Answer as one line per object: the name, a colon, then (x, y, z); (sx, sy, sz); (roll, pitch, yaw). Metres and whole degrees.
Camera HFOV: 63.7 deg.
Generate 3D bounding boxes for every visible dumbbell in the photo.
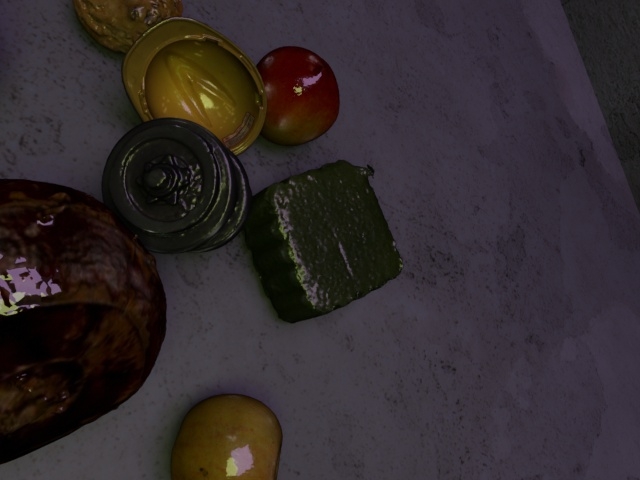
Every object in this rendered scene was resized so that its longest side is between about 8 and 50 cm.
dumbbell: (-0.207, -0.075, 0.780); (0.191, 0.290, 0.192); (0, 90, -1)

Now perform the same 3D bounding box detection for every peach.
peach: (-0.049, -0.279, 0.981); (0.197, 0.197, 0.198); (10, 70, -31)

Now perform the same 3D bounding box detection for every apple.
apple: (-0.138, 0.321, 0.764); (0.155, 0.182, 0.183); (8, 69, -1)

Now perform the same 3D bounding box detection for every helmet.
helmet: (-0.219, -0.267, 0.888); (0.205, 0.140, 0.257); (-40, 130, 4)

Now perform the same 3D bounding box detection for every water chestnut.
water chestnut: (-0.370, 0.081, 0.616); (0.350, 0.302, 0.351); (-28, 132, -35)

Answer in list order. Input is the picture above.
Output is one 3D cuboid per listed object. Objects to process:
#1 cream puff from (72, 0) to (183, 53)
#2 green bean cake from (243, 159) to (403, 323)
cream puff: (-0.321, -0.402, 0.876); (0.188, 0.129, 0.189); (9, 71, -28)
green bean cake: (0.000, 0.000, 0.954); (0.246, 0.156, 0.250); (-24, 90, -35)
